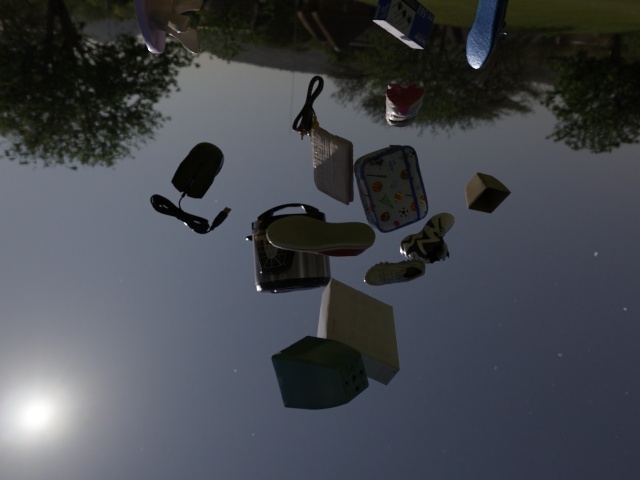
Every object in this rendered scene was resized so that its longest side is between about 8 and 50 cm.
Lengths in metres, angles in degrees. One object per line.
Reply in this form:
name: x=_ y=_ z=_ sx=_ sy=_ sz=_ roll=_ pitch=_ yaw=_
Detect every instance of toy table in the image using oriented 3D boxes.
toy table: x=-0.480 y=-0.732 z=1.491 sx=0.161 sy=0.274 sz=0.252 roll=3 pitch=-123 yaw=1

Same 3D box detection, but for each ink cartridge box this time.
ink cartridge box: x=0.232 y=-0.610 z=1.283 sx=0.046 sy=0.097 sz=0.207 roll=26 pitch=-166 yaw=39

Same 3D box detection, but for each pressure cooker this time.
pressure cooker: x=-0.146 y=0.032 z=2.234 sx=0.370 sy=0.420 sz=0.375 roll=0 pitch=170 yaw=-25

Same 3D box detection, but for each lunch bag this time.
lunch bag: x=0.263 y=-0.196 z=1.698 sx=0.243 sy=0.303 sz=0.115 roll=-19 pitch=-162 yaw=-11

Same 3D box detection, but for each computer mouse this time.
computer mouse: x=-0.301 y=-0.147 z=1.235 sx=0.184 sy=0.060 sz=0.262 roll=35 pitch=-121 yaw=-9

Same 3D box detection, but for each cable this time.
cable: x=-0.048 y=-0.589 z=2.110 sx=0.139 sy=0.287 sz=0.072 roll=12 pitch=-177 yaw=37

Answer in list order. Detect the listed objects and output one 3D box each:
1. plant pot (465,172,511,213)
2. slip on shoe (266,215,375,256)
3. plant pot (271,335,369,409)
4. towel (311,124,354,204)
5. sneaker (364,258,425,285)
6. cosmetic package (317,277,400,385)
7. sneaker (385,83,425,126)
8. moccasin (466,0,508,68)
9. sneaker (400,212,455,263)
plant pot: x=0.562 y=-0.171 z=1.612 sx=0.109 sy=0.109 sz=0.096 roll=8 pitch=-133 yaw=-25
slip on shoe: x=0.000 y=0.000 z=1.396 sx=0.331 sy=0.101 sz=0.123 roll=2 pitch=-126 yaw=-21
plant pot: x=0.012 y=0.386 z=1.357 sx=0.234 sy=0.165 sz=0.166 roll=-9 pitch=-172 yaw=43
towel: x=0.049 y=-0.277 z=1.753 sx=0.187 sy=0.282 sz=0.049 roll=32 pitch=-127 yaw=31
sneaker: x=0.224 y=0.098 z=1.403 sx=0.191 sy=0.071 sz=0.083 roll=-14 pitch=-172 yaw=7
cosmetic package: x=0.137 y=0.325 z=1.742 sx=0.284 sy=0.097 sz=0.377 roll=28 pitch=-155 yaw=-9
sneaker: x=0.229 y=-0.362 z=1.283 sx=0.103 sy=0.111 sz=0.252 roll=3 pitch=-155 yaw=10
moccasin: x=0.657 y=-0.816 z=1.775 sx=0.117 sy=0.342 sz=0.137 roll=-29 pitch=-118 yaw=-19
sneaker: x=0.399 y=0.003 z=1.570 sx=0.235 sy=0.094 sz=0.153 roll=-27 pitch=-141 yaw=-23
